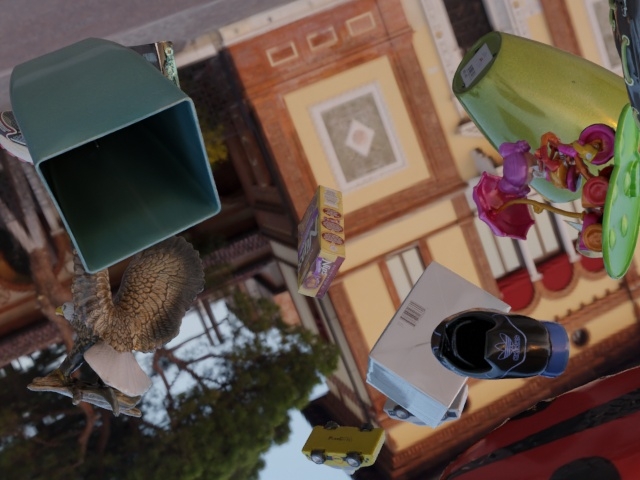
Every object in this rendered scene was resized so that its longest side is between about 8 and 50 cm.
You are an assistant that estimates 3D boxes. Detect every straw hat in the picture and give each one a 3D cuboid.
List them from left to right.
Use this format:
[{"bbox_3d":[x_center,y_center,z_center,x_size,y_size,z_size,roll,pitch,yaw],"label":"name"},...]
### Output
[{"bbox_3d":[0.547,0.004,1.486,0.144,0.061,0.144,12,-173,-2],"label":"straw hat"}]

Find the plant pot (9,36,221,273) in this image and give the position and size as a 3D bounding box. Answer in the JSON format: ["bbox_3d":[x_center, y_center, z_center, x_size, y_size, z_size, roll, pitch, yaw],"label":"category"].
[{"bbox_3d":[-0.250,-0.122,0.849,0.165,0.166,0.234,-27,-130,-17],"label":"plant pot"}]

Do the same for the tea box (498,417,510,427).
[{"bbox_3d":[0.346,0.562,1.322,0.329,0.220,0.323,-53,-168,15],"label":"tea box"}]

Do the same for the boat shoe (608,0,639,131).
[{"bbox_3d":[0.249,-0.155,0.549,0.068,0.228,0.081,17,-120,48],"label":"boat shoe"}]

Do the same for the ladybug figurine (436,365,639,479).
[{"bbox_3d":[0.260,0.217,0.619,0.449,0.162,0.305,-24,-175,2],"label":"ladybug figurine"}]

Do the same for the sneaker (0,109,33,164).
[{"bbox_3d":[-0.401,-0.193,1.249,0.299,0.112,0.121,5,-143,7],"label":"sneaker"}]

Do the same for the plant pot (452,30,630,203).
[{"bbox_3d":[0.404,-0.258,1.416,0.275,0.293,0.275,-49,-155,31],"label":"plant pot"}]

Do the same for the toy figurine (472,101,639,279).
[{"bbox_3d":[0.234,-0.056,0.764,0.159,0.173,0.130,9,-156,35],"label":"toy figurine"}]

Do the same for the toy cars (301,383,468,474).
[{"bbox_3d":[0.153,0.421,1.662,0.393,0.087,0.176,-27,-154,-4],"label":"toy cars"}]

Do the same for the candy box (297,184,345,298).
[{"bbox_3d":[0.000,0.000,1.348,0.187,0.053,0.109,-94,-155,-49],"label":"candy box"}]

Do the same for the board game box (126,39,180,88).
[{"bbox_3d":[-0.237,-0.212,1.046,0.026,0.126,0.186,-16,-161,-27],"label":"board game box"}]

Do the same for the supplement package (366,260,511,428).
[{"bbox_3d":[0.188,0.178,1.239,0.194,0.149,0.203,-53,165,-18],"label":"supplement package"}]

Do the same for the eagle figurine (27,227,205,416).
[{"bbox_3d":[-0.310,0.091,1.093,0.225,0.298,0.226,17,167,5],"label":"eagle figurine"}]

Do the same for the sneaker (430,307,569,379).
[{"bbox_3d":[0.162,0.107,0.804,0.090,0.082,0.232,8,170,-18],"label":"sneaker"}]
